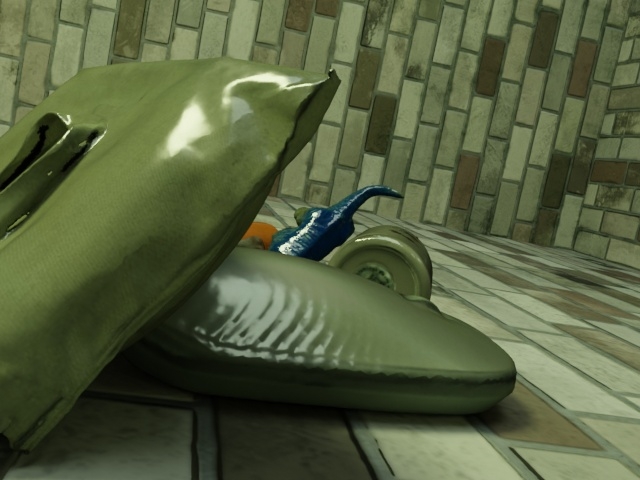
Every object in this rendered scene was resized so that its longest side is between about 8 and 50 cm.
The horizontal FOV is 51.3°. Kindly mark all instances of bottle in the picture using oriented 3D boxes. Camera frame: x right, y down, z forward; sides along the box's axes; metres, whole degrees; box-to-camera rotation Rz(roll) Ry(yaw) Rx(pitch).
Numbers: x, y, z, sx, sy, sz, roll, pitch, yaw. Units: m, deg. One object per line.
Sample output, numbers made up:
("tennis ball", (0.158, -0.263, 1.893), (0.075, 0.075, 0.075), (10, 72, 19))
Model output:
("bottle", (-0.089, 0.007, 0.953), (0.069, 0.069, 0.187), (15, 6, 33))
("bottle", (0.073, 0.038, 0.761), (0.109, 0.110, 0.233), (12, 7, 8))

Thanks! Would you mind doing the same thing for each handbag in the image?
("handbag", (-0.155, -0.021, 0.436), (0.315, 0.253, 0.109), (18, -29, 48))

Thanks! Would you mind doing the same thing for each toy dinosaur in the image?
("toy dinosaur", (0.000, 0.000, 0.748), (0.247, 0.075, 0.188), (-31, 7, -6))

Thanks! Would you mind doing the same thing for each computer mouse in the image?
("computer mouse", (-0.004, 0.062, 0.527), (0.330, 0.095, 0.197), (9, 11, -18))

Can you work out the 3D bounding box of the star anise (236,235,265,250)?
("star anise", (-0.277, -0.045, 0.764), (0.315, 0.139, 0.359), (23, 12, 33))
